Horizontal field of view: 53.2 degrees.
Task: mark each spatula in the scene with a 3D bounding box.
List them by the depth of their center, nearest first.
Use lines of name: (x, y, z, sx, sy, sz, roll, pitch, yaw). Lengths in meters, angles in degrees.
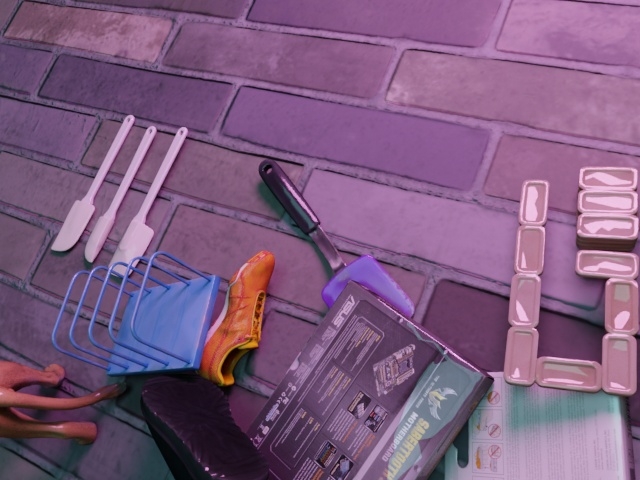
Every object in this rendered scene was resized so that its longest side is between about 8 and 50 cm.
spatula: (0.000, 0.000, 0.803, 0.084, 0.030, 0.296, -40, 61, 5)
spatula: (-0.292, -0.073, 0.957, 0.168, 0.019, 0.242, 16, 75, 32)

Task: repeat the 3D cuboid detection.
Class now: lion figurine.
lion figurine: (-0.469, 0.193, 0.788, 0.391, 0.240, 0.142, -14, 65, 15)

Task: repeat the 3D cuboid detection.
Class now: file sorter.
file sorter: (-0.228, 0.090, 0.780, 0.170, 0.104, 0.118, -13, 55, 36)

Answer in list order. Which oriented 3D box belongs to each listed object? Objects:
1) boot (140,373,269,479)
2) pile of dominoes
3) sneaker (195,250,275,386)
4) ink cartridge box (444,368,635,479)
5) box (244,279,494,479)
boot: (-0.140, 0.282, 0.686, 0.246, 0.094, 0.207, 28, 111, 54)
pile of dominoes: (0.298, 0.040, 0.648, 0.195, 0.040, 0.251, 3, 64, 22)
sneaker: (-0.092, 0.097, 0.788, 0.067, 0.064, 0.175, 24, 90, 24)
ink cartridge box: (0.215, 0.206, 0.642, 0.179, 0.045, 0.146, -11, 65, 37)
box: (0.044, 0.186, 0.685, 0.183, 0.056, 0.231, 34, 90, 29)
